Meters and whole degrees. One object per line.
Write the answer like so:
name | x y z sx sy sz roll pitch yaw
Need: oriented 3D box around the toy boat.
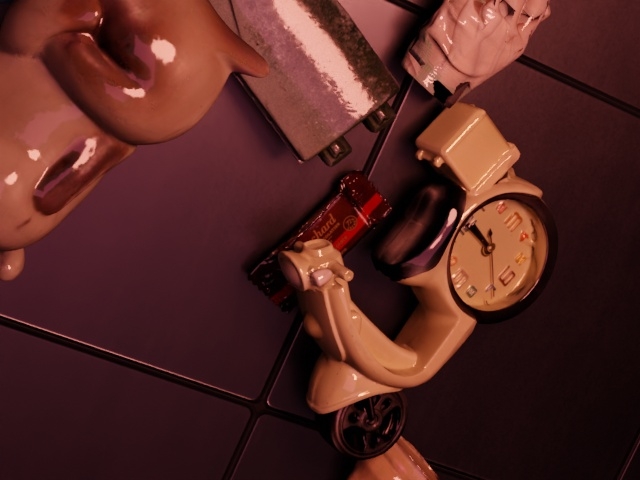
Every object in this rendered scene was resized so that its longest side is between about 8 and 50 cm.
toy boat | -0.046 -0.232 1.596 0.141 0.092 0.319 -37 105 -2

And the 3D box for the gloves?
gloves | 0.190 -0.250 1.652 0.127 0.111 0.212 40 99 -18

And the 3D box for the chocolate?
chocolate | 0.000 0.000 1.707 0.182 0.028 0.086 -48 123 -2

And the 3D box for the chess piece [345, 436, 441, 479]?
chess piece | 0.014 0.374 1.782 0.307 0.124 0.139 -43 131 3

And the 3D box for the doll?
doll | -0.261 -0.141 1.478 0.370 0.215 0.226 -40 158 10

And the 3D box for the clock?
clock | 0.099 0.046 1.691 0.379 0.120 0.276 -45 121 -12

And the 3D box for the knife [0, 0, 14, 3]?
knife | -0.316 -0.266 1.533 0.222 0.031 0.064 -4 103 -19
